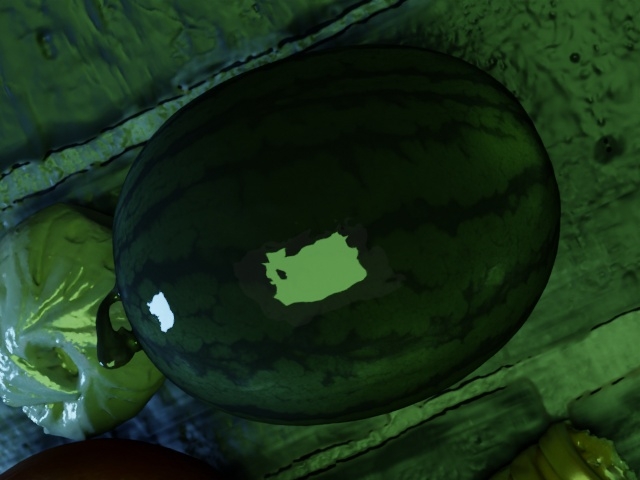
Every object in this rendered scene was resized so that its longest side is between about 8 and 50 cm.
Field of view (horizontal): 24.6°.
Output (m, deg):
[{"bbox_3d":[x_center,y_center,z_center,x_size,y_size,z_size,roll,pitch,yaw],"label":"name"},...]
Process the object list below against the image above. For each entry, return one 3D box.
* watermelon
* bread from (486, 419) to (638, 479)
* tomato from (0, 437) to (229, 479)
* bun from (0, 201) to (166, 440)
[{"bbox_3d":[0.000,0.000,1.095,0.359,0.279,0.278,-16,102,1],"label":"watermelon"},{"bbox_3d":[0.198,0.238,1.248,0.177,0.084,0.119,-43,97,15],"label":"bread"},{"bbox_3d":[-0.174,0.310,1.157,0.322,0.321,0.321,1,103,3],"label":"tomato"},{"bbox_3d":[-0.208,0.076,1.205,0.178,0.128,0.193,37,104,-7],"label":"bun"}]
